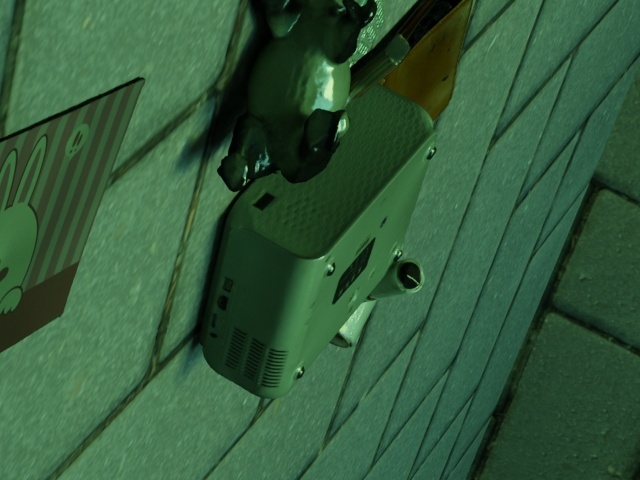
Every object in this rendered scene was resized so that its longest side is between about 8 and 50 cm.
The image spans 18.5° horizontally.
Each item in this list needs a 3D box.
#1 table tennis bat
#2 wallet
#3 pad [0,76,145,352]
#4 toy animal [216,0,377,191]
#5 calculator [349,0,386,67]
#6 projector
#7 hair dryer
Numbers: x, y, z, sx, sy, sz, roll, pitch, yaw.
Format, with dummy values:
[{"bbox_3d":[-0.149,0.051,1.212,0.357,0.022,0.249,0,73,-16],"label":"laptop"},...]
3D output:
[{"bbox_3d":[0.017,-0.121,1.655,0.130,0.019,0.220,-53,-172,-30],"label":"table tennis bat"},{"bbox_3d":[0.088,-0.165,1.980,0.195,0.042,0.161,-47,156,-42],"label":"wallet"},{"bbox_3d":[-0.211,0.012,1.263,0.300,0.005,0.202,-35,151,-63],"label":"pad"},{"bbox_3d":[-0.007,-0.143,1.539,0.121,0.094,0.225,-55,160,-76],"label":"toy animal"},{"bbox_3d":[0.029,-0.187,1.739,0.095,0.021,0.153,-62,168,1],"label":"calculator"},{"bbox_3d":[0.000,0.000,1.819,0.250,0.108,0.198,-50,163,-43],"label":"projector"},{"bbox_3d":[0.055,0.034,2.036,0.131,0.073,0.236,-60,-170,-14],"label":"hair dryer"}]
